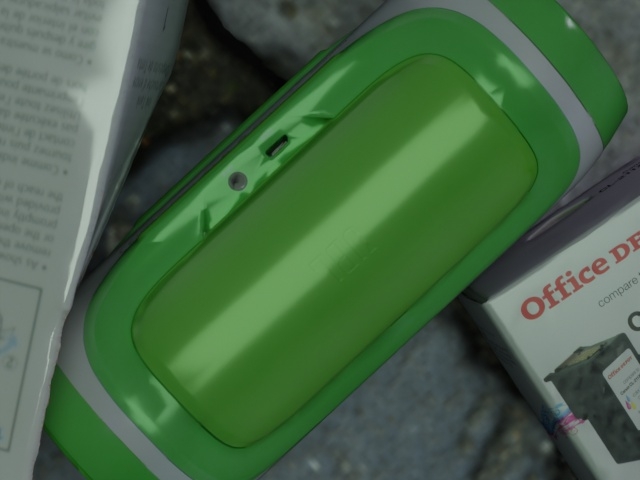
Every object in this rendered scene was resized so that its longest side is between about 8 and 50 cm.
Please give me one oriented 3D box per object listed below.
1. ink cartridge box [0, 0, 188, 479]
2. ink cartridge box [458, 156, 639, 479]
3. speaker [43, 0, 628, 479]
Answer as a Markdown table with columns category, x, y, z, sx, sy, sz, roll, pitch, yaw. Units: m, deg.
| category | x | y | z | sx | sy | sz | roll | pitch | yaw |
| --- | --- | --- | --- | --- | --- | --- | --- | --- | --- |
| ink cartridge box | -0.229 | -0.066 | 0.730 | 0.308 | 0.091 | 0.385 | 14 | 96 | 7 |
| ink cartridge box | 0.169 | 0.062 | 0.819 | 0.127 | 0.072 | 0.175 | -35 | 98 | -2 |
| speaker | 0.000 | 0.000 | 0.771 | 0.296 | 0.131 | 0.131 | -43 | 97 | -1 |
